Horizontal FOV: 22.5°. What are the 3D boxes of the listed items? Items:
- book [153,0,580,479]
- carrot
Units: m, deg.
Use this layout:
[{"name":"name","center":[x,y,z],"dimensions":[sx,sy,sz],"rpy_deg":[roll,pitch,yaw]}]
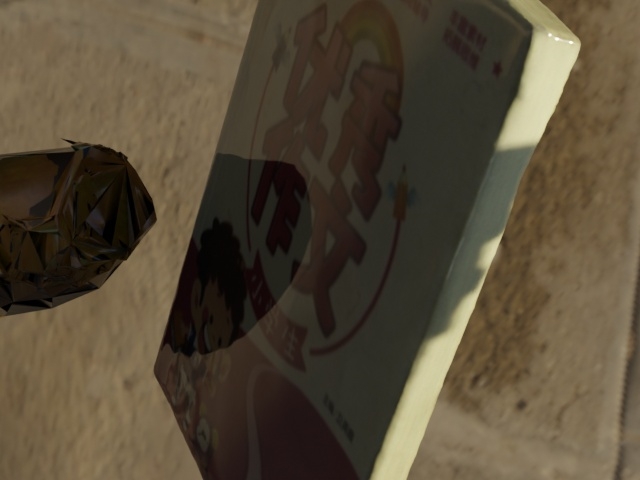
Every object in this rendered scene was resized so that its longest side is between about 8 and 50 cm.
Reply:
[{"name":"book","center":[0.000,0.000,0.521],"dimensions":[0.022,0.232,0.162],"rpy_deg":[1,33,-28]},{"name":"carrot","center":[-0.151,0.006,0.673],"dimensions":[0.069,0.228,0.069],"rpy_deg":[11,73,-38]}]
